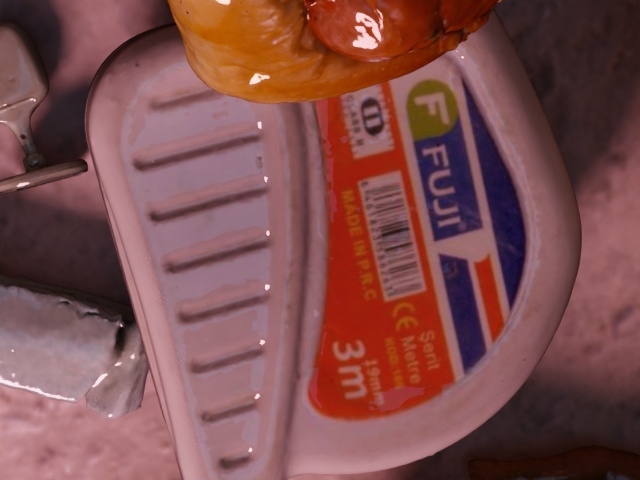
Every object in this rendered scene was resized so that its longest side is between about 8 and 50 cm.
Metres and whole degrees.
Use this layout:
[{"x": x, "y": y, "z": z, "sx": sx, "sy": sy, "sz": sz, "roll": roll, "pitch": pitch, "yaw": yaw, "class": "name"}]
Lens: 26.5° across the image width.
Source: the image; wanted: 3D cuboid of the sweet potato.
[{"x": 0.177, "y": 0.146, "z": 0.818, "sx": 0.179, "sy": 0.044, "sz": 0.044, "roll": 13, "pitch": 103, "yaw": -11, "class": "sweet potato"}]

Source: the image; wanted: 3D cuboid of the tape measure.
[{"x": 0.000, "y": 0.000, "z": 0.722, "sx": 0.265, "sy": 0.130, "sz": 0.258, "roll": -15, "pitch": 100, "yaw": -10, "class": "tape measure"}]

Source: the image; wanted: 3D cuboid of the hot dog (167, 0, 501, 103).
[{"x": 0.034, "y": -0.176, "z": 0.612, "sx": 0.153, "sy": 0.256, "sz": 0.150, "roll": 10, "pitch": 145, "yaw": 15, "class": "hot dog"}]

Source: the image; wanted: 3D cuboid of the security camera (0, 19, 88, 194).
[{"x": -0.167, "y": -0.074, "z": 0.745, "sx": 0.058, "sy": 0.058, "sz": 0.092, "roll": -16, "pitch": 92, "yaw": 1, "class": "security camera"}]

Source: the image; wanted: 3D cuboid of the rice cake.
[{"x": -0.255, "y": 0.025, "z": 0.753, "sx": 0.336, "sy": 0.063, "sz": 0.066, "roll": 18, "pitch": 98, "yaw": -6, "class": "rice cake"}]
